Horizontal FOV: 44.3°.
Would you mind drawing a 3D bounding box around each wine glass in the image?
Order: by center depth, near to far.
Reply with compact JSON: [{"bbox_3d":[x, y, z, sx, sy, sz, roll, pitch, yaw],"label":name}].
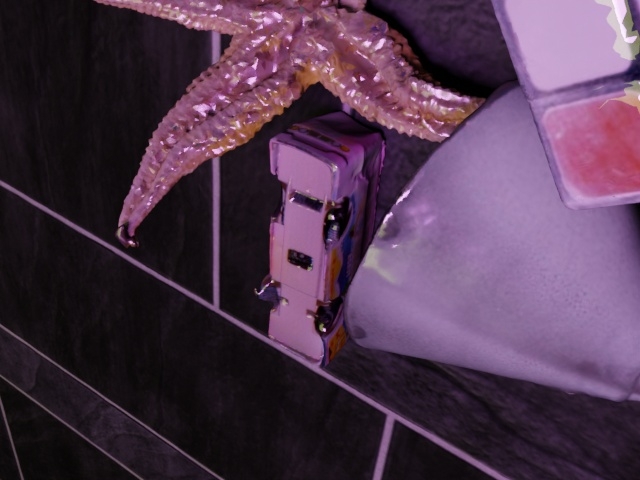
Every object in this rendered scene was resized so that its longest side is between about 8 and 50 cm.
[{"bbox_3d":[0.240,0.106,0.512,0.406,0.267,0.267,46,141,27],"label":"wine glass"}]

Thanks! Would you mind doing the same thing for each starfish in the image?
[{"bbox_3d":[-0.055,-0.187,0.666,0.384,0.132,0.398,-24,102,10],"label":"starfish"}]

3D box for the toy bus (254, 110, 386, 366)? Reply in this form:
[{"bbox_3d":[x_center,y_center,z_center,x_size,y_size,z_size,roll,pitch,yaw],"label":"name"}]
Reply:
[{"bbox_3d":[0.001,0.000,0.821,0.090,0.112,0.274,26,134,24],"label":"toy bus"}]

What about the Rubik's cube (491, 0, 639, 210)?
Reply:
[{"bbox_3d":[0.235,-0.190,0.371,0.256,0.253,0.259,-10,114,44],"label":"Rubik's cube"}]
